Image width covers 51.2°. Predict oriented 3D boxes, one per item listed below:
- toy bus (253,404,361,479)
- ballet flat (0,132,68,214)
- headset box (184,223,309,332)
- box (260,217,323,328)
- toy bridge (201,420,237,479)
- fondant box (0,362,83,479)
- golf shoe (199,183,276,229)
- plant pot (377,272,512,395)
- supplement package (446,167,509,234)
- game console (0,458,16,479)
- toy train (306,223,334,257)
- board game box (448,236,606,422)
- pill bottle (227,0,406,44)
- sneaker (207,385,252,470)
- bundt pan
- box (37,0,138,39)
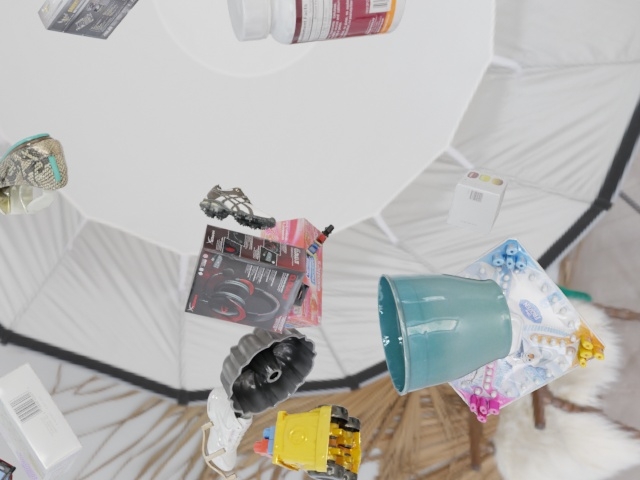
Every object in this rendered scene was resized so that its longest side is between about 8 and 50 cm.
[{"bbox_3d":[-0.028,0.454,1.469,0.220,0.211,0.149,51,-143,-55],"label":"toy bus"},{"bbox_3d":[-0.796,-0.153,1.754,0.482,0.164,0.182,-5,107,46],"label":"ballet flat"},{"bbox_3d":[-0.177,0.104,1.706,0.110,0.293,0.218,-93,22,-54],"label":"headset box"},{"bbox_3d":[-0.089,0.100,1.977,0.142,0.154,0.300,39,-132,-59],"label":"box"},{"bbox_3d":[-0.311,0.635,1.976,0.026,0.063,0.188,90,154,-82],"label":"toy bridge"},{"bbox_3d":[-0.699,0.460,1.623,0.096,0.238,0.330,-31,-9,-34],"label":"fondant box"},{"bbox_3d":[-0.192,-0.087,1.612,0.077,0.198,0.094,78,-149,-64],"label":"golf shoe"},{"bbox_3d":[0.281,0.195,1.506,0.271,0.255,0.272,173,90,-85],"label":"plant pot"},{"bbox_3d":[0.502,-0.128,2.115,0.244,0.139,0.134,-40,-36,-62],"label":"supplement package"},{"bbox_3d":[-0.742,0.554,1.493,0.144,0.124,0.085,-45,15,39],"label":"game console"},{"bbox_3d":[0.000,0.000,1.852,0.036,0.027,0.158,-44,4,41],"label":"toy train"},{"bbox_3d":[0.447,0.243,1.696,0.390,0.390,0.050,-37,11,25],"label":"board game box"},{"bbox_3d":[-0.015,-0.589,1.593,0.224,0.392,0.224,170,90,-75],"label":"pill bottle"},{"bbox_3d":[-0.308,0.655,2.284,0.114,0.152,0.305,-31,-59,-63],"label":"sneaker"},{"bbox_3d":[-0.179,0.392,2.125,0.124,0.330,0.331,43,132,37],"label":"bundt pan"},{"bbox_3d":[-0.538,-0.588,1.606,0.231,0.183,0.056,-36,77,32],"label":"box"}]
